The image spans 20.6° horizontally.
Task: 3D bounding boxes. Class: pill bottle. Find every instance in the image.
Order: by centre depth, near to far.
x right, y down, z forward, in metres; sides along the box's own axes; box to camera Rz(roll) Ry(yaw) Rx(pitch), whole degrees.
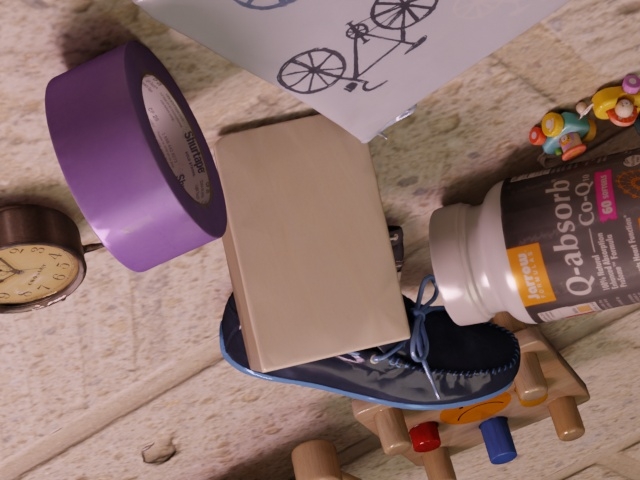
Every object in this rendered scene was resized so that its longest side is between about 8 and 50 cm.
[{"bbox_3d":[0.266,0.000,1.865,0.278,0.162,0.162,-13,152,18],"label":"pill bottle"}]

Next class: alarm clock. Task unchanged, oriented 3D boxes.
[{"bbox_3d":[-0.315,0.014,1.725,0.192,0.064,0.129,6,143,-37],"label":"alarm clock"}]

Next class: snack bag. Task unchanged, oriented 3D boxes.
[{"bbox_3d":[0.062,-0.234,1.522,0.323,0.037,0.342,-34,143,25],"label":"snack bag"}]

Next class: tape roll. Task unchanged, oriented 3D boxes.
[{"bbox_3d":[-0.159,-0.073,1.534,0.080,0.189,0.189,-23,149,12],"label":"tape roll"}]

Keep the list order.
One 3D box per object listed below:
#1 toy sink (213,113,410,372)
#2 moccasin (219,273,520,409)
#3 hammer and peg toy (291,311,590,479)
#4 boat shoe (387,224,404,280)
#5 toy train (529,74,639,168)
[{"bbox_3d":[-0.017,0.002,1.760,0.152,0.234,0.131,-13,179,-9],"label":"toy sink"},{"bbox_3d":[0.062,0.109,1.950,0.342,0.138,0.117,3,130,-10],"label":"moccasin"},{"bbox_3d":[0.148,0.224,2.244,0.361,0.127,0.266,-24,151,14],"label":"hammer and peg toy"},{"bbox_3d":[0.000,0.000,1.885,0.206,0.075,0.065,9,99,-29],"label":"boat shoe"},{"bbox_3d":[0.305,-0.112,1.843,0.166,0.046,0.125,-23,149,9],"label":"toy train"}]
